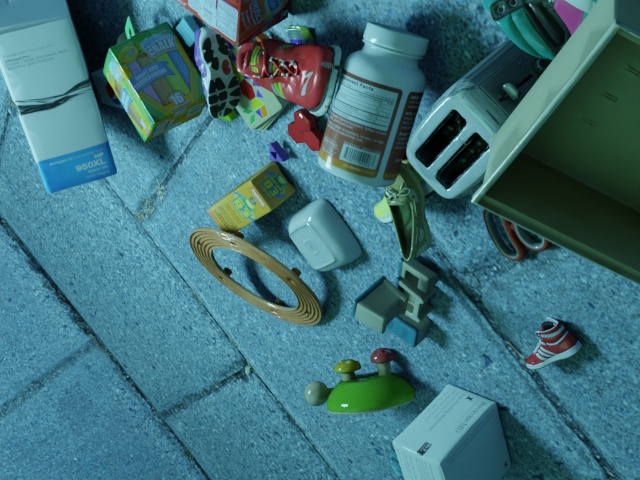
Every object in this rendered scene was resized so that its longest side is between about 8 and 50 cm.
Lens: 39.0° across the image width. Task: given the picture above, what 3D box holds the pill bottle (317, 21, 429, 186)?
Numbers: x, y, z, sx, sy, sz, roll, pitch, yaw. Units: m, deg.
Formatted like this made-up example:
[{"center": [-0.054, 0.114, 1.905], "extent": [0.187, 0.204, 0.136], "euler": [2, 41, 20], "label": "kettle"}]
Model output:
[{"center": [0.080, -0.195, 1.291], "extent": [0.121, 0.121, 0.216], "euler": [29, 111, 33], "label": "pill bottle"}]

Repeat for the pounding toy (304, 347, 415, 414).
[{"center": [0.082, 0.281, 1.855], "extent": [0.237, 0.183, 0.110], "euler": [-8, 91, 59], "label": "pounding toy"}]

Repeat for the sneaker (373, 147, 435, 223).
[{"center": [0.140, -0.103, 1.426], "extent": [0.094, 0.081, 0.208], "euler": [50, 138, 2], "label": "sneaker"}]

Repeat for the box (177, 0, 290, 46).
[{"center": [-0.173, -0.443, 1.429], "extent": [0.257, 0.122, 0.128], "euler": [39, 147, 20], "label": "box"}]

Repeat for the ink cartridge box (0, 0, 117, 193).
[{"center": [-0.580, -0.350, 1.932], "extent": [0.285, 0.166, 0.395], "euler": [-119, 16, -45], "label": "ink cartridge box"}]

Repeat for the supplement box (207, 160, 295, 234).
[{"center": [-0.143, -0.081, 1.823], "extent": [0.078, 0.080, 0.233], "euler": [53, 148, -6], "label": "supplement box"}]

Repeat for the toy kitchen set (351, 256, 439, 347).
[{"center": [0.107, 0.126, 1.620], "extent": [0.122, 0.166, 0.207], "euler": [35, 146, 26], "label": "toy kitchen set"}]

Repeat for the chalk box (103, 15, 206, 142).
[{"center": [-0.327, -0.322, 1.727], "extent": [0.213, 0.132, 0.132], "euler": [58, 160, 1], "label": "chalk box"}]

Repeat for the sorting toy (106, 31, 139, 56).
[{"center": [-0.392, -0.388, 1.828], "extent": [0.083, 0.075, 0.045], "euler": [15, 134, 46], "label": "sorting toy"}]

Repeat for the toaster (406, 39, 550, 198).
[{"center": [0.211, -0.151, 1.192], "extent": [0.129, 0.146, 0.227], "euler": [49, 145, 5], "label": "toaster"}]

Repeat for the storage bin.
[{"center": [0.347, -0.104, 0.971], "extent": [0.260, 0.123, 0.262], "euler": [26, 135, -7], "label": "storage bin"}]

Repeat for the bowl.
[{"center": [0.000, 0.000, 1.743], "extent": [0.142, 0.053, 0.142], "euler": [54, 150, -7], "label": "bowl"}]

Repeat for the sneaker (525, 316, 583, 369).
[{"center": [0.358, 0.164, 1.448], "extent": [0.067, 0.042, 0.118], "euler": [48, 142, -3], "label": "sneaker"}]

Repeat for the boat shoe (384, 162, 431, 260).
[{"center": [0.128, -0.045, 1.377], "extent": [0.056, 0.048, 0.153], "euler": [5, 119, 41], "label": "boat shoe"}]

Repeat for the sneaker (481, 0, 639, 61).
[{"center": [0.256, -0.320, 1.000], "extent": [0.178, 0.124, 0.296], "euler": [1, 125, 42], "label": "sneaker"}]

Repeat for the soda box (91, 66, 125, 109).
[{"center": [-0.391, -0.320, 1.906], "extent": [0.216, 0.069, 0.074], "euler": [20, 136, 41], "label": "soda box"}]

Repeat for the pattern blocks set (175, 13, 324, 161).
[{"center": [-0.134, -0.288, 1.637], "extent": [0.285, 0.026, 0.325], "euler": [-8, 116, 56], "label": "pattern blocks set"}]

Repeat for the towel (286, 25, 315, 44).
[{"center": [-0.026, -0.312, 1.485], "extent": [0.060, 0.009, 0.083], "euler": [19, 137, 43], "label": "towel"}]

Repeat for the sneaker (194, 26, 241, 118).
[{"center": [-0.190, -0.304, 1.627], "extent": [0.071, 0.068, 0.170], "euler": [39, 142, 50], "label": "sneaker"}]

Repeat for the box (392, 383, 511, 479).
[{"center": [0.253, 0.406, 1.710], "extent": [0.119, 0.181, 0.182], "euler": [16, 134, 44], "label": "box"}]

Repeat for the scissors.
[{"center": [0.249, -0.097, 1.336], "extent": [0.109, 0.021, 0.297], "euler": [-8, 116, 56], "label": "scissors"}]

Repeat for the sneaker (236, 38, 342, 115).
[{"center": [-0.057, -0.257, 1.373], "extent": [0.279, 0.118, 0.107], "euler": [27, 105, 63], "label": "sneaker"}]

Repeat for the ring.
[{"center": [-0.136, 0.074, 1.948], "extent": [0.336, 0.032, 0.337], "euler": [28, 157, 13], "label": "ring"}]
